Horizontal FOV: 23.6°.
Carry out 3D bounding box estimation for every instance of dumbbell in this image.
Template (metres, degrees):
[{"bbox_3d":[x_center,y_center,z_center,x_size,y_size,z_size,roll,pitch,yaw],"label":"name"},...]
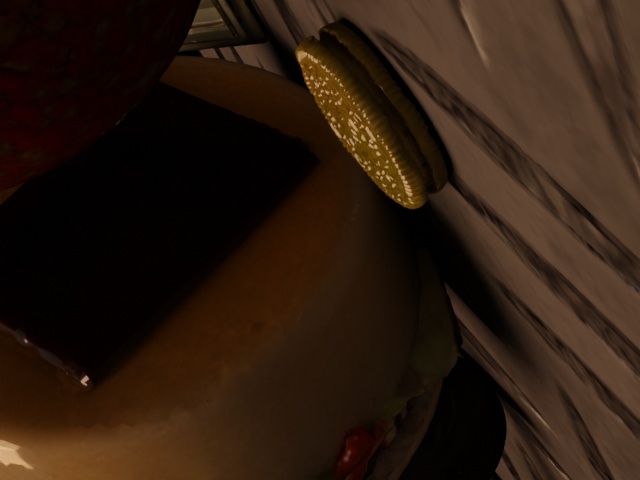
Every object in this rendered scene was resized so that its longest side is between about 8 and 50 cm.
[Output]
[{"bbox_3d":[0.079,0.179,0.961,0.325,0.143,0.143,57,175,-28],"label":"dumbbell"}]

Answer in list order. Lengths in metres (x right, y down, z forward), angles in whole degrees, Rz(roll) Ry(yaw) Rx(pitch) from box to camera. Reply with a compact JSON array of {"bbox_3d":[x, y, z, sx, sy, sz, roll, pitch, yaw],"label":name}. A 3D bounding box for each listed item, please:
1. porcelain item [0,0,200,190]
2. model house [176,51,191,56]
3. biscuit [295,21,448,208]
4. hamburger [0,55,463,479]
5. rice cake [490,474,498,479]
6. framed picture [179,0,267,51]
[{"bbox_3d":[-0.130,-0.145,0.563,0.253,0.253,0.253,54,176,6],"label":"porcelain item"},{"bbox_3d":[-0.159,-0.146,1.357,0.203,0.141,0.164,99,162,-54],"label":"model house"},{"bbox_3d":[0.021,-0.050,0.621,0.084,0.023,0.084,53,174,8],"label":"biscuit"},{"bbox_3d":[-0.083,0.046,0.789,0.302,0.302,0.170,51,167,40],"label":"hamburger"},{"bbox_3d":[0.143,0.227,1.320,0.226,0.040,0.085,51,174,39],"label":"rice cake"},{"bbox_3d":[-0.184,-0.170,0.834,0.274,0.017,0.217,-3,137,35],"label":"framed picture"}]
